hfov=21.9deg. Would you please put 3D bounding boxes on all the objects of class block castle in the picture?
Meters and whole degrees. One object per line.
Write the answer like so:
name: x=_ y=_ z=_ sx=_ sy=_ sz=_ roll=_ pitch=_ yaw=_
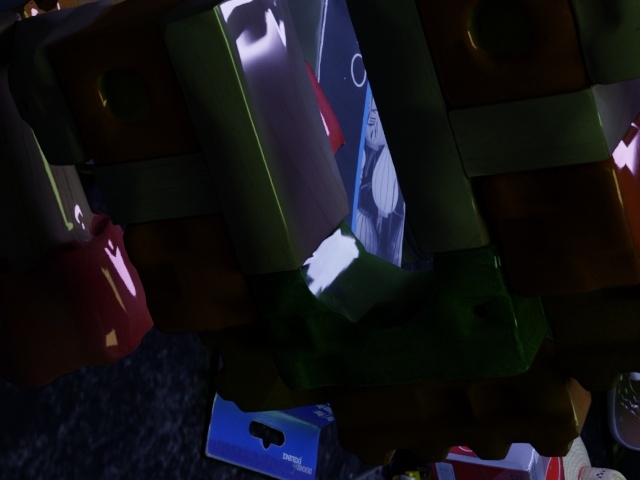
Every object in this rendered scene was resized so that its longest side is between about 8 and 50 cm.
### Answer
block castle: x=0.076 y=-0.056 z=0.735 sx=0.303 sy=0.453 sz=0.213 roll=-46 pitch=124 yaw=-54

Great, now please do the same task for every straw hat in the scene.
straw hat: x=0.290 y=0.270 z=1.722 sx=0.144 sy=0.061 sz=0.144 roll=11 pitch=78 yaw=-64

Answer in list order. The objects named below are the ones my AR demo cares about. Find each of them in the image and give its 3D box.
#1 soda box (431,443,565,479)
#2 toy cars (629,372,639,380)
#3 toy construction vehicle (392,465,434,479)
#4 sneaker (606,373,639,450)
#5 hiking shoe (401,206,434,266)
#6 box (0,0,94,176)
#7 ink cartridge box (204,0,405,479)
soda box: x=0.157 y=0.228 z=1.386 sx=0.263 sy=0.083 sz=0.092 roll=76 pitch=27 yaw=-45
toy cars: x=0.336 y=0.048 z=1.687 sx=0.393 sy=0.087 sz=0.176 roll=25 pitch=77 yaw=-44
toy construction vehicle: x=0.077 y=0.174 z=1.338 sx=0.098 sy=0.035 sz=0.086 roll=-9 pitch=103 yaw=-65
sneaker: x=0.394 y=0.107 z=1.902 sx=0.123 sy=0.106 sz=0.290 roll=116 pitch=-6 yaw=-77
hiking shoe: x=0.099 y=-0.094 z=1.302 sx=0.086 sy=0.114 sz=0.227 roll=-3 pitch=91 yaw=-64
box: x=-0.164 y=-0.184 z=0.830 sx=0.293 sy=0.073 sz=0.295 roll=4 pitch=86 yaw=-63
ink cartridge box: x=0.000 y=0.000 z=1.157 sx=0.165 sy=0.065 sz=0.333 roll=30 pitch=62 yaw=-60
